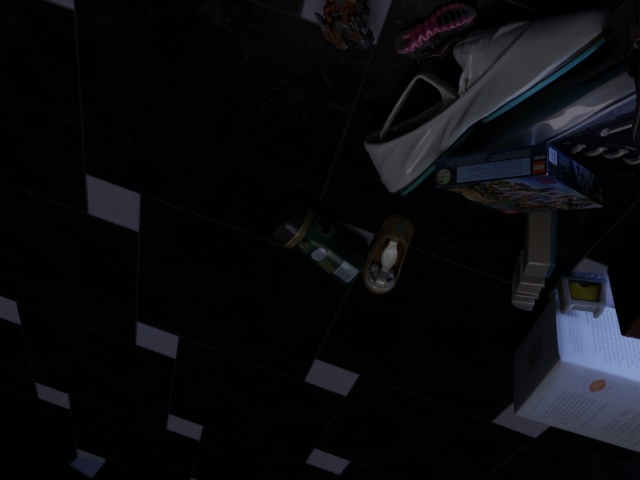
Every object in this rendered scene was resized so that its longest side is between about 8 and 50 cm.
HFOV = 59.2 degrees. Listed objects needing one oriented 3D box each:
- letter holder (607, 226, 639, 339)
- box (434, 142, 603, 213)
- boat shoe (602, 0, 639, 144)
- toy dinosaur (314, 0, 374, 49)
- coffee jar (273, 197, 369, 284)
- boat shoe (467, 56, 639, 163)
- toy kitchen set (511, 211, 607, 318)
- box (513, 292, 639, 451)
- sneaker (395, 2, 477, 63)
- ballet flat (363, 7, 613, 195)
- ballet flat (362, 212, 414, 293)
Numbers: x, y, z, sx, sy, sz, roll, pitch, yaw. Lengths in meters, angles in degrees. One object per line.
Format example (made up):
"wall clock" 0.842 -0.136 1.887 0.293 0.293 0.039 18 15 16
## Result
"letter holder" 0.628 0.027 0.865 0.215 0.152 0.301 14 135 3
"box" 0.296 -0.083 0.826 0.159 0.044 0.233 -4 170 42
"boat shoe" 0.369 -0.238 0.635 0.092 0.285 0.103 7 171 31
"toy dinosaur" 0.053 -0.381 0.674 0.218 0.164 0.322 19 160 23
"coffee jar" 0.000 0.000 1.084 0.184 0.096 0.079 35 131 -14
"boat shoe" 0.390 -0.152 0.783 0.341 0.127 0.158 -25 114 35
"toy kitchen set" 0.434 0.038 0.989 0.166 0.122 0.207 6 154 13
"box" 0.585 0.270 1.099 0.345 0.168 0.215 16 135 4
"sneaker" 0.168 -0.288 0.796 0.119 0.047 0.057 -17 146 33
"ballet flat" 0.204 -0.210 0.805 0.139 0.139 0.400 36 134 -17
"ballet flat" 0.123 0.046 1.104 0.080 0.073 0.232 14 136 5
